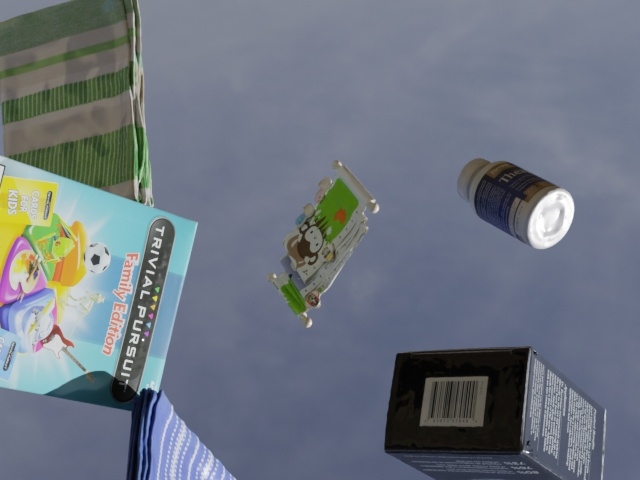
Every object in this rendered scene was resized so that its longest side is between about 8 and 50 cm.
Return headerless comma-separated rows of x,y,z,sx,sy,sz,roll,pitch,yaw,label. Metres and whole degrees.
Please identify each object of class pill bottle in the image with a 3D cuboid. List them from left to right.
0.196,-0.043,1.179,0.067,0.067,0.120,-17,-149,-28,pill bottle

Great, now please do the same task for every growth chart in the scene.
0.000,0.000,1.794,0.021,0.237,0.172,26,-171,-39,growth chart

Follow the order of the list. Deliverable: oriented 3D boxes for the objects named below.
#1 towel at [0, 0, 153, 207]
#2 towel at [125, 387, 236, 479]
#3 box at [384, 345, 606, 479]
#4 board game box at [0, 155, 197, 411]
-0.345,-0.175,1.576,0.248,0.324,0.038,-11,167,25,towel
-0.140,0.360,1.413,0.040,0.336,0.243,-20,-138,16,towel
0.184,0.194,1.176,0.153,0.207,0.108,-6,-117,33,box
-0.323,0.054,1.365,0.336,0.253,0.079,19,170,-42,board game box
